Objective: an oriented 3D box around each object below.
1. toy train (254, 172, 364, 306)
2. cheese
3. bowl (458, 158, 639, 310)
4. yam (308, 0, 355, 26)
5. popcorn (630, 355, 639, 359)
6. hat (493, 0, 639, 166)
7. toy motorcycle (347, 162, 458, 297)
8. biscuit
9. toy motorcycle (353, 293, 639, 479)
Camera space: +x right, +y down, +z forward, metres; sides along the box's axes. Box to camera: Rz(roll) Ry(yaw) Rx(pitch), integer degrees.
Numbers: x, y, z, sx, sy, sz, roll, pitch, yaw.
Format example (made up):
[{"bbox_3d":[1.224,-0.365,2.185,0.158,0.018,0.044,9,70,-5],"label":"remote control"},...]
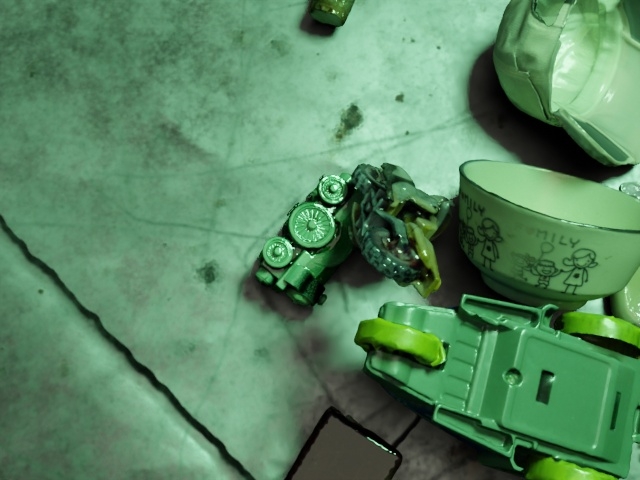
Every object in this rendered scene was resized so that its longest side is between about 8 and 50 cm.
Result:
[{"bbox_3d":[0.000,0.000,0.969,0.104,0.071,0.178,41,76,-2],"label":"toy train"},{"bbox_3d":[0.404,0.018,0.990,0.097,0.037,0.192,-2,76,-3],"label":"cheese"},{"bbox_3d":[0.263,-0.001,0.913,0.238,0.238,0.126,10,109,1],"label":"bowl"},{"bbox_3d":[0.051,-0.403,1.082,0.061,0.061,0.253,21,75,4],"label":"yam"},{"bbox_3d":[0.403,0.138,0.949,0.084,0.084,0.084,0,75,-2],"label":"popcorn"},{"bbox_3d":[0.344,-0.220,1.002,0.275,0.161,0.232,32,87,-17],"label":"hat"},{"bbox_3d":[0.098,-0.015,0.878,0.130,0.229,0.094,30,115,-17],"label":"toy motorcycle"},{"bbox_3d":[-0.011,0.319,0.880,0.106,0.070,0.252,30,76,7],"label":"biscuit"},{"bbox_3d":[0.179,0.154,0.878,0.326,0.200,0.191,19,75,-8],"label":"toy motorcycle"}]
